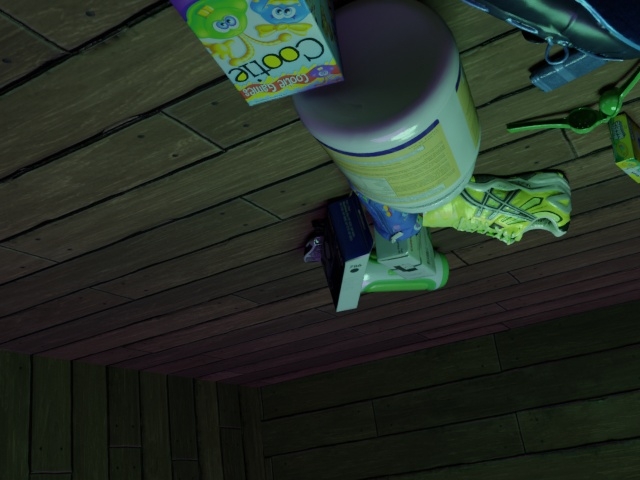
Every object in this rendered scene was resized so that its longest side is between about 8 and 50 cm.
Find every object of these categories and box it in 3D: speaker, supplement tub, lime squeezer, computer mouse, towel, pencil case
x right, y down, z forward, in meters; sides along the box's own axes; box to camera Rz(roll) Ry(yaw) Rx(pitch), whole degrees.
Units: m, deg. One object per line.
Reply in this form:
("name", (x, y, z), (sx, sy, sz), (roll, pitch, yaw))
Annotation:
("speaker", (0.214, 0.088, 1.984), (0.297, 0.131, 0.131), (-1, 158, -18))
("supplement tub", (0.119, -0.192, 1.073), (0.241, 0.240, 0.331), (-14, 158, 16))
("lime squeezer", (0.520, -0.266, 1.312), (0.110, 0.058, 0.310), (40, 138, -22))
("computer mouse", (0.000, 0.000, 1.800), (0.106, 0.042, 0.193), (-3, 153, -25))
("towel", (0.429, -0.302, 1.193), (0.120, 0.029, 0.067), (-23, 154, 36))
("pencil case", (0.146, -0.093, 1.488), (0.120, 0.133, 0.306), (0, 160, 16))

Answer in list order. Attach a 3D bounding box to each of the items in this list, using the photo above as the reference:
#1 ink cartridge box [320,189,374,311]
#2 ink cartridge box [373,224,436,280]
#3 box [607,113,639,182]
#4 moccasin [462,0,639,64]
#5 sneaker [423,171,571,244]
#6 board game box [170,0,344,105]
("ink cartridge box", (0.058, 0.027, 1.650), (0.065, 0.165, 0.332), (-9, 149, -11))
("ink cartridge box", (0.211, 0.001, 1.721), (0.087, 0.152, 0.208), (-13, 158, 24))
("box", (0.650, -0.196, 1.440), (0.043, 0.105, 0.179), (-18, 158, 39))
("moccasin", (0.322, -0.340, 0.962), (0.342, 0.137, 0.117), (20, 153, -25))
("sneaker", (0.411, -0.068, 1.626), (0.385, 0.147, 0.145), (-7, 161, 2))
("board game box", (-0.081, -0.307, 0.838), (0.142, 0.144, 0.275), (-13, 158, 14))
